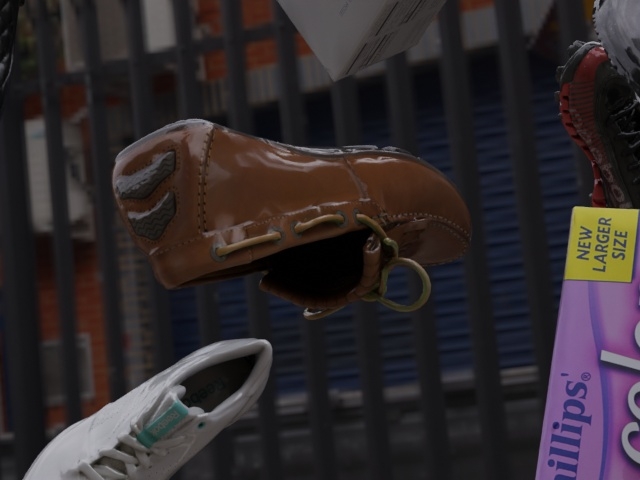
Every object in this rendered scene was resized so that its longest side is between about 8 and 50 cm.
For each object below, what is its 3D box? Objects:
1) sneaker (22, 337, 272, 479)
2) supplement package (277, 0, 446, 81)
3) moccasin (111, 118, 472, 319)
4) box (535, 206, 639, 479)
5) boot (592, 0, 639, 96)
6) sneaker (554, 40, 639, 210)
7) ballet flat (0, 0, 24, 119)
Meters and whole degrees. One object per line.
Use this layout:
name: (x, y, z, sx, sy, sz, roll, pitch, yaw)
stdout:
sneaker: (-0.116, 0.130, 0.972, 0.212, 0.080, 0.094, -42, 0, -25)
supplement package: (0.057, -0.357, 1.752, 0.145, 0.204, 0.262, -27, -14, -30)
moccasin: (0.003, -0.001, 1.151, 0.139, 0.147, 0.380, -23, -16, 27)
box: (0.257, 0.102, 0.842, 0.243, 0.213, 0.117, 3, -31, 19)
boot: (0.330, -0.231, 1.177, 0.118, 0.338, 0.223, 32, -58, -32)
sneaker: (0.354, -0.104, 1.671, 0.098, 0.276, 0.135, -36, 33, -18)
ballet flat: (-0.223, -0.121, 0.952, 0.049, 0.173, 0.057, 10, -12, -16)
